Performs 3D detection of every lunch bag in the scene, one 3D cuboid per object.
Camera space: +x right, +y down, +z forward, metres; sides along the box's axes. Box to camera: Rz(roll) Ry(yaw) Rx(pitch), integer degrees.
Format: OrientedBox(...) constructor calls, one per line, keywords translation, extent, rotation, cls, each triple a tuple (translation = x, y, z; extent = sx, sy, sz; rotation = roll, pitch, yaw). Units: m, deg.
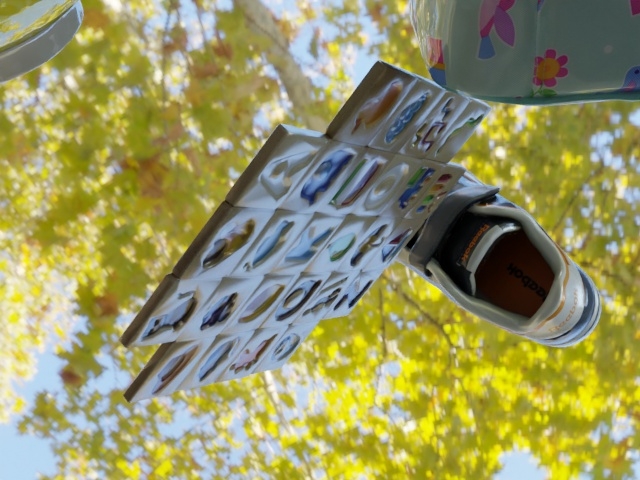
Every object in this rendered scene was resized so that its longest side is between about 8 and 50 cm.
OrientedBox(translation=(0.188, -0.183, 0.720), extent=(0.279, 0.108, 0.224), rotation=(-5, -146, 0), cls="lunch bag")

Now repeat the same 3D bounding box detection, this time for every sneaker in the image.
OrientedBox(translation=(0.139, -0.010, 1.130), extent=(0.321, 0.127, 0.126), rotation=(32, -87, 26), cls="sneaker")

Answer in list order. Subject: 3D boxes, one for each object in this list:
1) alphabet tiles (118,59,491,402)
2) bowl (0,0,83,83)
OrientedBox(translation=(0.000, 0.000, 0.805), extent=(0.011, 0.342, 0.285), rotation=(44, -73, 18), cls="alphabet tiles")
OrientedBox(translation=(-0.235, -0.193, 0.707), extent=(0.289, 0.156, 0.289), rotation=(-10, -137, 9), cls="bowl")
